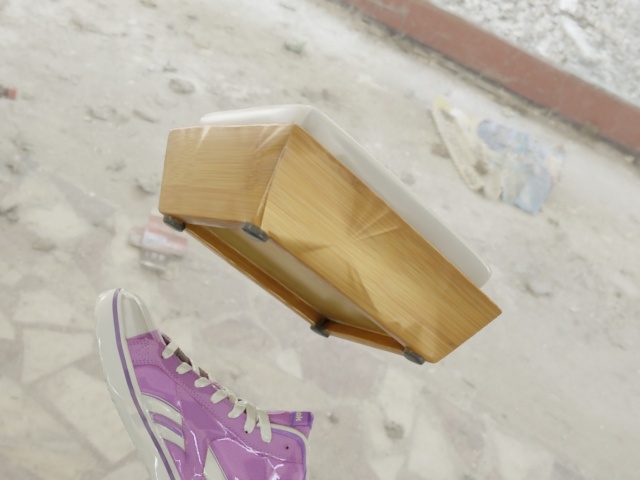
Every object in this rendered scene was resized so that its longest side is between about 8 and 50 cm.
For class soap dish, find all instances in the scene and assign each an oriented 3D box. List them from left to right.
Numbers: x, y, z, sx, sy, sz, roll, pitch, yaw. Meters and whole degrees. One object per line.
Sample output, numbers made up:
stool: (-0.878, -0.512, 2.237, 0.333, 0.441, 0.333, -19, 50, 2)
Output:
soap dish: (0.000, 0.000, 0.799, 0.291, 0.118, 0.229, 40, -18, -31)

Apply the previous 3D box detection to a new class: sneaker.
sneaker: (-0.097, 0.155, 0.794, 0.102, 0.161, 0.282, -105, 172, -85)
